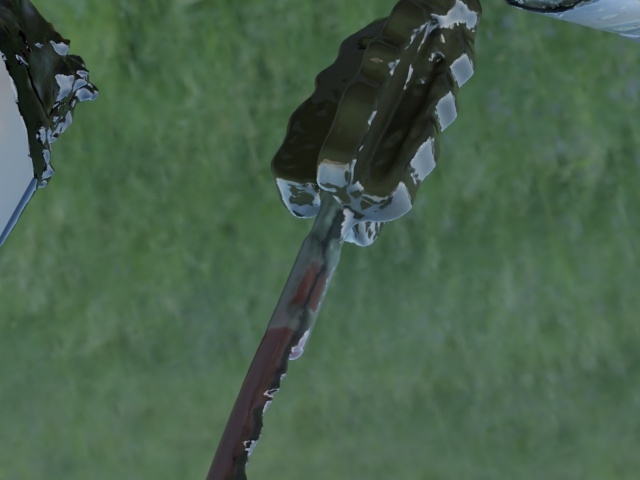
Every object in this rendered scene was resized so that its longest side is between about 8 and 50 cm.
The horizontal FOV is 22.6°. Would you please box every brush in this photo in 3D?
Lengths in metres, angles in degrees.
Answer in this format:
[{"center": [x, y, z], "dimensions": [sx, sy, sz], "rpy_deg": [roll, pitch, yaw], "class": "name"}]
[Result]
[{"center": [0.000, 0.000, 0.763], "dimensions": [0.071, 0.301, 0.084], "rpy_deg": [30, 153, -11], "class": "brush"}]

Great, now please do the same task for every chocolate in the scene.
[{"center": [-0.245, -0.134, 1.213], "dimensions": [0.177, 0.224, 0.206], "rpy_deg": [-36, 167, -49], "class": "chocolate"}]

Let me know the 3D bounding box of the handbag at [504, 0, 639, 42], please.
[{"center": [0.166, -0.166, 0.870], "dimensions": [0.117, 0.095, 0.173], "rpy_deg": [-28, 162, 38], "class": "handbag"}]
